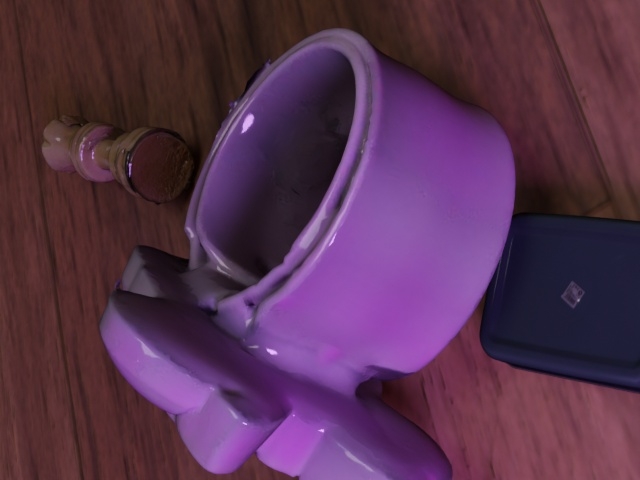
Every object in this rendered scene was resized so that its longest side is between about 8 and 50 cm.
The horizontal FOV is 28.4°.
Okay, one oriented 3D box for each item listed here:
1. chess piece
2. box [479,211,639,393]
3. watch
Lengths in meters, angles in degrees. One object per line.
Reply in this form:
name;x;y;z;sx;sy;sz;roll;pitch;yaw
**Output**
chess piece;-0.169;-0.069;0.998;0.172;0.060;0.060;16;91;50
box;0.141;0.030;0.669;0.126;0.031;0.091;9;86;48
watch;0.000;0.000;0.705;0.217;0.211;0.248;-59;27;9
